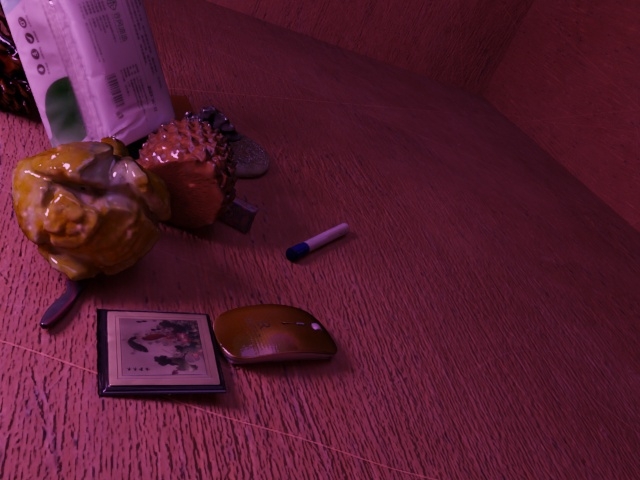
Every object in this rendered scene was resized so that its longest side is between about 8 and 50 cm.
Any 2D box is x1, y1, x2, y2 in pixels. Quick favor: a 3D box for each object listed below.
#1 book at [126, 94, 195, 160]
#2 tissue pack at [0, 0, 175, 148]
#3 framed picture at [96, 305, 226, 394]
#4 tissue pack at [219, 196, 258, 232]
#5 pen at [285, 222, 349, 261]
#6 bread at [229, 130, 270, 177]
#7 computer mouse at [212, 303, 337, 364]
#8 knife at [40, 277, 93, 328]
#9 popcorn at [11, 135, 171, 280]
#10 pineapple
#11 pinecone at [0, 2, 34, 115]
[{"bbox_3d":[-0.431,-0.289,1.691,0.262,0.028,0.374,-1,37,-25],"label":"book"},{"bbox_3d":[-0.493,-0.384,1.453,0.193,0.357,0.266,0,25,27],"label":"tissue pack"},{"bbox_3d":[-0.258,0.174,1.062,0.195,0.010,0.199,4,33,-22],"label":"framed picture"},{"bbox_3d":[-0.190,-0.063,1.502,0.083,0.063,0.035,28,25,7],"label":"tissue pack"},{"bbox_3d":[0.000,0.000,1.584,0.033,0.033,0.269,35,29,18],"label":"pen"},{"bbox_3d":[-0.261,-0.253,1.802,0.266,0.041,0.267,19,28,-11],"label":"bread"},{"bbox_3d":[-0.075,0.170,1.199,0.245,0.056,0.126,6,34,-36],"label":"computer mouse"},{"bbox_3d":[-0.416,0.079,1.118,0.035,0.018,0.247,17,25,-4],"label":"knife"},{"bbox_3d":[-0.406,-0.071,1.153,0.276,0.225,0.276,41,-2,2],"label":"popcorn"},{"bbox_3d":[-0.278,-0.197,1.470,0.222,0.223,0.357,19,36,-12],"label":"pineapple"},{"bbox_3d":[-0.690,-0.438,1.512,0.246,0.292,0.246,28,-14,7],"label":"pinecone"}]
